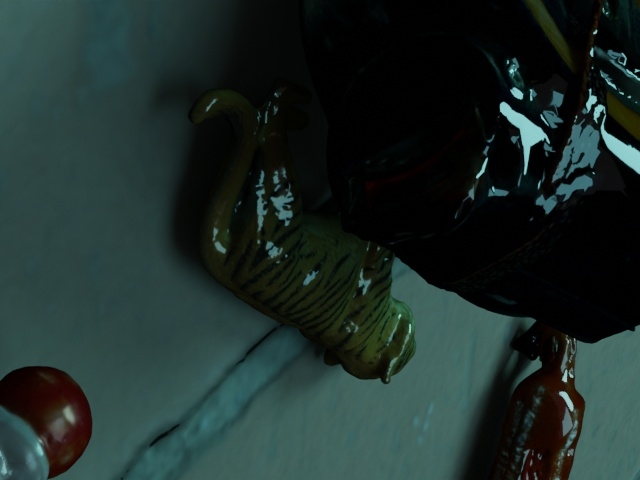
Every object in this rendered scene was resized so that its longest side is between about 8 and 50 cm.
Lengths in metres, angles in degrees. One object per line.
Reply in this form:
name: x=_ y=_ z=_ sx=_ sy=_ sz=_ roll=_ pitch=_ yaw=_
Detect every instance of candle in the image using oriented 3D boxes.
candle: x=0.121 y=0.177 z=0.963 sx=0.084 sy=0.059 sz=0.301 roll=-7 pitch=113 yaw=-62

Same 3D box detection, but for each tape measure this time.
tape measure: x=0.087 y=-0.072 z=0.663 sx=0.202 sy=0.135 sz=0.222 roll=23 pitch=49 yaw=-42

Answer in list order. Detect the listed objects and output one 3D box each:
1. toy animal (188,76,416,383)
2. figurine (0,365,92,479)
toy animal: x=0.000 y=0.000 z=0.710 sx=0.241 sy=0.057 sz=0.099 roll=34 pitch=80 yaw=-55
figurine: x=-0.162 y=0.072 z=0.441 sx=0.287 sy=0.186 sz=0.176 roll=-46 pitch=167 yaw=-54
